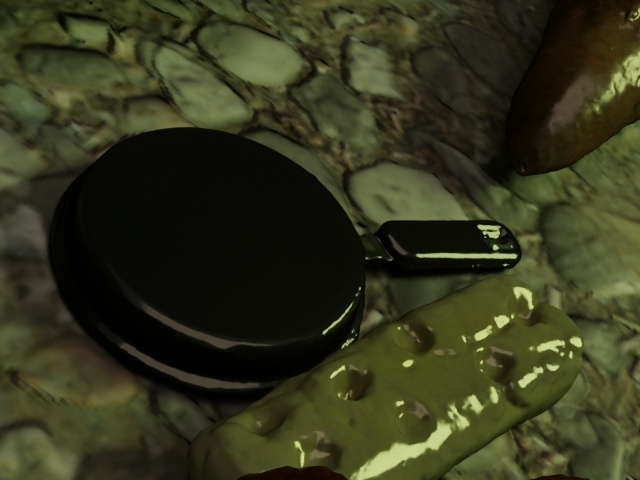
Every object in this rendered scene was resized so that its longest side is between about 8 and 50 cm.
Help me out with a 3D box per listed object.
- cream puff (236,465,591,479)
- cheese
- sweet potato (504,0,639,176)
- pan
[{"bbox_3d":[0.040,0.167,0.293,0.269,0.155,0.241,24,46,-17],"label":"cream puff"},{"bbox_3d":[0.032,0.064,0.466,0.194,0.043,0.065,-21,63,-42],"label":"cheese"},{"bbox_3d":[0.181,-0.133,0.718,0.114,0.092,0.341,7,40,11],"label":"sweet potato"},{"bbox_3d":[0.000,0.000,0.521,0.235,0.028,0.136,-4,52,-33],"label":"pan"}]
